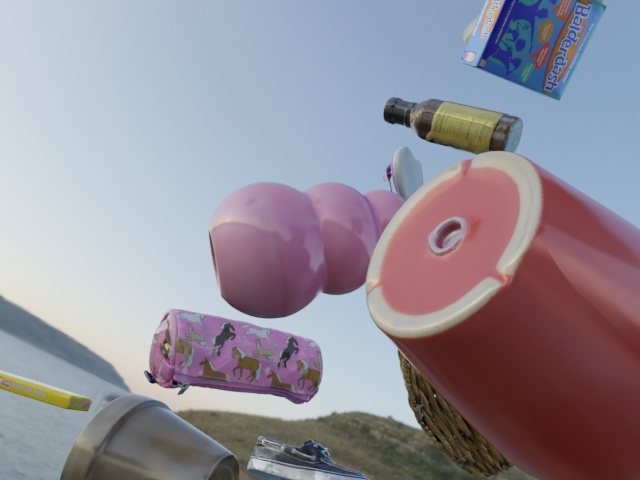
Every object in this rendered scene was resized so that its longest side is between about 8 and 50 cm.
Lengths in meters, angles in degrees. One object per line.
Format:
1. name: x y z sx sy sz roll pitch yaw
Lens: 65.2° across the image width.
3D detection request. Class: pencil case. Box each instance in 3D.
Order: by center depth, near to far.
1. pencil case: -0.173 0.262 1.097 0.385 0.167 0.160 18 -14 -34

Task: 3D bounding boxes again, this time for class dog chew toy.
1. dog chew toy: 0.000 0.000 0.778 0.331 0.207 0.207 -11 -18 -16

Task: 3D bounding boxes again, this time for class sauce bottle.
1. sauce bottle: 0.314 -0.288 1.235 0.344 0.111 0.111 26 -20 35

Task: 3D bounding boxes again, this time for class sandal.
1. sandal: 0.237 -0.170 1.469 0.102 0.170 0.416 -7 -1 19

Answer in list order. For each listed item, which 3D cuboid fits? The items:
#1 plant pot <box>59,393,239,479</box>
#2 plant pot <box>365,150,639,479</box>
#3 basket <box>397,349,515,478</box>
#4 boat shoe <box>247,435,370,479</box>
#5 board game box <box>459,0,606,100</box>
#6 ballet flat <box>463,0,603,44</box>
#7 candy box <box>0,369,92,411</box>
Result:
1. plant pot: -0.344 0.531 1.098 0.280 0.324 0.323 8 -29 19
2. plant pot: 0.195 0.061 0.487 0.243 0.275 0.274 36 -26 -23
3. basket: 0.262 0.237 0.914 0.213 0.223 0.299 -28 -77 12
4. boat shoe: -0.022 0.518 1.166 0.300 0.102 0.108 0 -38 24
5. board game box: 0.342 -0.331 0.802 0.210 0.160 0.047 6 25 -31
6. ballet flat: 0.377 -0.425 0.919 0.248 0.086 0.086 -3 -36 33
7. candy box: -0.497 0.243 0.835 0.205 0.027 0.105 17 -19 0
